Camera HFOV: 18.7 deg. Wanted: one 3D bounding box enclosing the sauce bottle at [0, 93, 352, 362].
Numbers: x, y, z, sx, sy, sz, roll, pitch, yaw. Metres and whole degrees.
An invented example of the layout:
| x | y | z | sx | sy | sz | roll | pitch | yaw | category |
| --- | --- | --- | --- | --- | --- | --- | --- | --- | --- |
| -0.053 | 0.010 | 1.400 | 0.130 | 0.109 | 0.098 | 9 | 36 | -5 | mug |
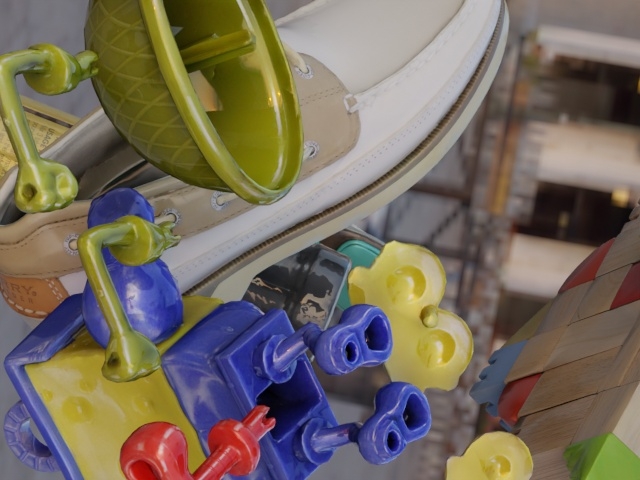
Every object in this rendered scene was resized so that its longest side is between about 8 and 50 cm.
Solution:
| x | y | z | sx | sy | sz | roll | pitch | yaw | category |
| --- | --- | --- | --- | --- | --- | --- | --- | --- | --- |
| -0.153 | -0.018 | 1.157 | 0.111 | 0.344 | 0.111 | 22 | 90 | -89 | sauce bottle |

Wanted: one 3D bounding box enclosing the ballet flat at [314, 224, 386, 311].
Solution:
| x | y | z | sx | sy | sz | roll | pitch | yaw | category |
| --- | --- | --- | --- | --- | --- | --- | --- | --- | --- |
| 0.000 | 0.000 | 1.531 | 0.072 | 0.213 | 0.068 | -50 | -156 | 28 | ballet flat |

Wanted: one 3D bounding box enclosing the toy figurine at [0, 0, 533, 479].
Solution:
| x | y | z | sx | sy | sz | roll | pitch | yaw | category |
| --- | --- | --- | --- | --- | --- | --- | --- | --- | --- |
| -0.082 | 0.062 | 0.818 | 0.191 | 0.217 | 0.363 | -46 | 116 | -45 | toy figurine |

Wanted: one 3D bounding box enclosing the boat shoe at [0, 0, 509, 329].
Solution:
| x | y | z | sx | sy | sz | roll | pitch | yaw | category |
| --- | --- | --- | --- | --- | --- | --- | --- | --- | --- |
| -0.031 | -0.059 | 0.961 | 0.302 | 0.113 | 0.103 | -42 | 133 | -14 | boat shoe |

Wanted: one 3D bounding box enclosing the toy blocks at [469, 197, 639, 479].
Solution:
| x | y | z | sx | sy | sz | roll | pitch | yaw | category |
| --- | --- | --- | --- | --- | --- | --- | --- | --- | --- |
| 0.230 | 0.091 | 1.466 | 0.261 | 0.191 | 0.381 | -28 | -156 | 55 | toy blocks |
